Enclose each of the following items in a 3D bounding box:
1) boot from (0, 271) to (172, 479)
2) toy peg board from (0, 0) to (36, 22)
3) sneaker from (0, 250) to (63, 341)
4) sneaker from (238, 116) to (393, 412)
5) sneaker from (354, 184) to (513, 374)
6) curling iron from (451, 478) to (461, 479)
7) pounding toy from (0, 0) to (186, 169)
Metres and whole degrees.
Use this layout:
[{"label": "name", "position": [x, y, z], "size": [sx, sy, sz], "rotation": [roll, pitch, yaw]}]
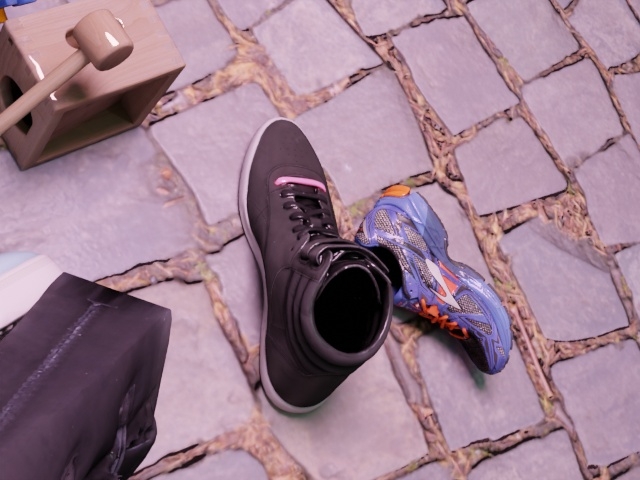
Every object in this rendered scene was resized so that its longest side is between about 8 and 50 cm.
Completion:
[{"label": "boot", "position": [-0.244, 0.247, 0.497], "size": [0.146, 0.367, 0.445], "rotation": [31, 20, -6]}, {"label": "toy peg board", "position": [-0.302, -0.178, 0.692], "size": [0.161, 0.160, 0.079], "rotation": [-52, 131, -64]}, {"label": "sneaker", "position": [-0.356, 0.051, 0.601], "size": [0.366, 0.135, 0.150], "rotation": [-23, 89, -35]}, {"label": "sneaker", "position": [0.000, 0.000, 0.827], "size": [0.104, 0.147, 0.296], "rotation": [5, 68, -27]}, {"label": "sneaker", "position": [0.113, 0.053, 0.926], "size": [0.087, 0.083, 0.221], "rotation": [-37, 87, -22]}, {"label": "curling iron", "position": [0.092, 0.345, 0.818], "size": [0.068, 0.035, 0.274], "rotation": [36, 58, -15]}, {"label": "pounding toy", "position": [-0.210, -0.145, 0.719], "size": [0.181, 0.206, 0.094], "rotation": [-29, 88, -35]}]
